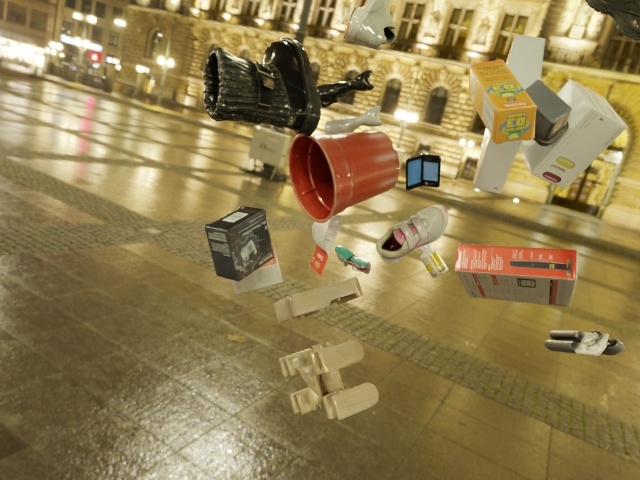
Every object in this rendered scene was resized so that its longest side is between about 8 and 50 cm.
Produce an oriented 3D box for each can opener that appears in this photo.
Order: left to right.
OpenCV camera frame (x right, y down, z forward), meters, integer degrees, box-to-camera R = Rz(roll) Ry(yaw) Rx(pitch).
[{"bbox_3d":[0.798,0.324,1.482,0.093,0.074,0.280,36,-11,-2],"label":"can opener"}]

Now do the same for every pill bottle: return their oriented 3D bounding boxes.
[{"bbox_3d":[0.387,0.067,1.669,0.116,0.065,0.065,59,22,6],"label":"pill bottle"}]

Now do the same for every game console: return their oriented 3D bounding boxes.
[{"bbox_3d":[0.363,-0.236,1.694,0.107,0.122,0.071,12,35,27],"label":"game console"}]

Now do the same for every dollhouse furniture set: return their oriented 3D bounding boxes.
[{"bbox_3d":[0.037,0.353,1.587,0.256,0.394,0.362,-13,-11,-27],"label":"dollhouse furniture set"}]

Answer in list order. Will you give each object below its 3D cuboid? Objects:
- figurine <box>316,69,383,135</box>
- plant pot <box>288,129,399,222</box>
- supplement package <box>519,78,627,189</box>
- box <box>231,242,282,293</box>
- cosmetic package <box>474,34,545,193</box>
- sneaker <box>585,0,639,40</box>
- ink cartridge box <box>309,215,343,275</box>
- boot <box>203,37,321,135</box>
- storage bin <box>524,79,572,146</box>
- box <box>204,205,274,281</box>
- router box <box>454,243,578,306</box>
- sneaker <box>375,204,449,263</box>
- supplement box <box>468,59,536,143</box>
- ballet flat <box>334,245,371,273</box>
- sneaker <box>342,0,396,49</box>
[{"bbox_3d":[0.106,-0.471,1.694,0.209,0.215,0.092,-15,-1,19],"label":"figurine"},{"bbox_3d":[0.082,-0.218,1.483,0.265,0.273,0.272,-18,27,-27],"label":"plant pot"},{"bbox_3d":[0.801,-0.341,1.560,0.145,0.262,0.204,20,41,-13],"label":"supplement package"},{"bbox_3d":[-0.234,0.098,1.718,0.170,0.091,0.130,-15,37,-4],"label":"box"},{"bbox_3d":[0.572,-0.376,1.469,0.097,0.377,0.284,12,54,11],"label":"cosmetic package"},{"bbox_3d":[0.967,-0.732,1.490,0.286,0.109,0.130,43,-24,11],"label":"sneaker"},{"bbox_3d":[0.000,0.000,1.853,0.066,0.232,0.189,24,4,-18],"label":"ink cartridge box"},{"bbox_3d":[-0.156,-0.402,1.163,0.260,0.131,0.348,4,46,-27],"label":"boot"},{"bbox_3d":[0.505,-0.297,1.110,0.135,0.098,0.091,53,1,20],"label":"storage bin"},{"bbox_3d":[-0.222,0.006,1.345,0.093,0.158,0.156,11,32,35],"label":"box"},{"bbox_3d":[0.571,0.107,1.404,0.301,0.082,0.335,4,-17,25],"label":"router box"},{"bbox_3d":[0.270,-0.016,1.433,0.103,0.252,0.111,56,19,17],"label":"sneaker"},{"bbox_3d":[0.365,-0.287,0.981,0.078,0.080,0.233,-6,42,5],"label":"supplement box"},{"bbox_3d":[0.148,0.101,2.283,0.221,0.079,0.077,28,42,36],"label":"ballet flat"},{"bbox_3d":[0.153,-0.571,1.271,0.121,0.099,0.262,31,51,-1],"label":"sneaker"}]
